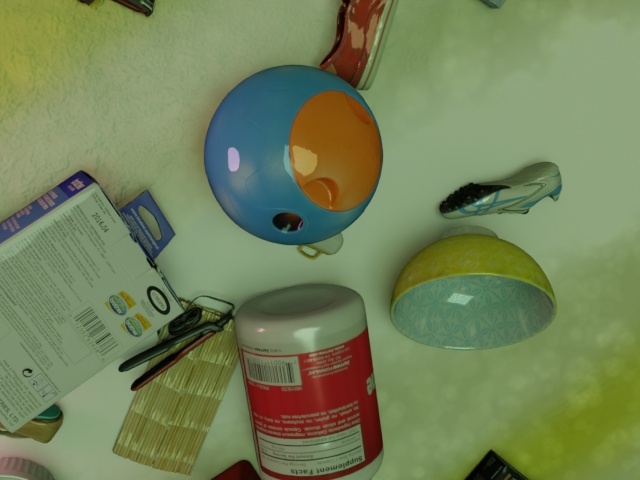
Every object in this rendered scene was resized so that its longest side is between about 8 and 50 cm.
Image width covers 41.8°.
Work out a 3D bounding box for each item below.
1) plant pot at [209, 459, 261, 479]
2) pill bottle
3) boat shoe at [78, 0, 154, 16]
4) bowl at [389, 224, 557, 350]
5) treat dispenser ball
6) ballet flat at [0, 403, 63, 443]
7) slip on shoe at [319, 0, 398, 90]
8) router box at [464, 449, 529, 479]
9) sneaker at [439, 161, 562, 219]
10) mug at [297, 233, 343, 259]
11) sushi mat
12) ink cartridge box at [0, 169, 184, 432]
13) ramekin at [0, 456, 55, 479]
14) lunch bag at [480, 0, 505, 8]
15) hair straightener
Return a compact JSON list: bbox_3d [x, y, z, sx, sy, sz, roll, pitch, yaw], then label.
[{"bbox_3d":[-0.171,0.592,1.465,0.267,0.236,0.267,-32,94,-5],"label":"plant pot"},{"bbox_3d":[-0.011,0.299,1.472,0.229,0.229,0.407,-10,103,-10],"label":"pill bottle"},{"bbox_3d":[-0.375,-0.415,1.327,0.233,0.084,0.079,9,98,-17],"label":"boat shoe"},{"bbox_3d":[0.269,0.068,1.508,0.289,0.289,0.156,12,55,-14],"label":"bowl"},{"bbox_3d":[-0.043,-0.136,1.348,0.288,0.288,0.288,-2,101,-12],"label":"treat dispenser ball"},{"bbox_3d":[-0.563,0.301,1.435,0.232,0.080,0.073,18,112,-14],"label":"ballet flat"},{"bbox_3d":[0.076,-0.423,1.410,0.101,0.123,0.331,12,103,-10],"label":"slip on shoe"},{"bbox_3d":[0.340,0.616,1.686,0.243,0.081,0.309,40,91,-17],"label":"router box"},{"bbox_3d":[0.337,-0.075,1.550,0.237,0.085,0.086,-17,111,-5],"label":"sneaker"},{"bbox_3d":[0.002,-0.003,1.511,0.064,0.078,0.062,32,60,-25],"label":"mug"},{"bbox_3d":[-0.250,0.269,1.522,0.151,0.019,0.316,22,95,-15],"label":"sushi mat"},{"bbox_3d":[-0.409,0.074,1.344,0.395,0.151,0.270,-35,116,-13],"label":"ink cartridge box"},{"bbox_3d":[-0.548,0.477,1.454,0.207,0.109,0.207,-3,102,-12],"label":"ramekin"},{"bbox_3d":[0.297,-0.461,1.479,0.083,0.053,0.071,28,96,-25],"label":"lunch bag"},{"bbox_3d":[-0.255,0.166,1.468,0.230,0.047,0.089,-32,104,-4],"label":"hair straightener"}]
